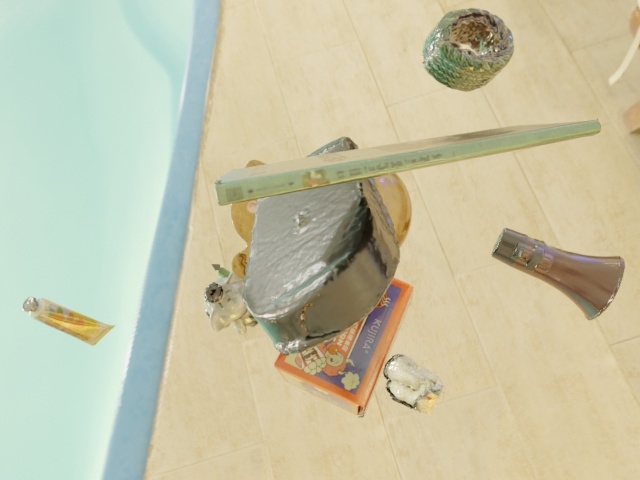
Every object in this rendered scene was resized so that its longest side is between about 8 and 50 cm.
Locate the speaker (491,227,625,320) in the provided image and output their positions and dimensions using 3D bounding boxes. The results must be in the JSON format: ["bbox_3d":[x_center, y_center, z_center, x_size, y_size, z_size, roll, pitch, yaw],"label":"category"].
[{"bbox_3d":[0.671,0.050,1.677,0.330,0.198,0.259,28,37,12],"label":"speaker"}]

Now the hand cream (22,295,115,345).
[{"bbox_3d":[-0.261,0.084,0.607,0.035,0.102,0.022,-44,49,2],"label":"hand cream"}]

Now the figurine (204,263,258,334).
[{"bbox_3d":[-0.194,0.136,1.273,0.126,0.192,0.147,10,71,25],"label":"figurine"}]

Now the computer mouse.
[{"bbox_3d":[0.003,0.004,0.657,0.168,0.087,0.295,-33,34,21],"label":"computer mouse"}]

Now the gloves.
[{"bbox_3d":[0.216,0.341,1.389,0.153,0.070,0.114,31,116,20],"label":"gloves"}]

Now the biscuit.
[{"bbox_3d":[-0.054,-0.007,0.896,0.185,0.035,0.248,-16,94,-5],"label":"biscuit"}]

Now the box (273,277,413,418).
[{"bbox_3d":[0.073,0.271,1.618,0.257,0.318,0.348,23,71,10],"label":"box"}]

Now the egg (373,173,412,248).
[{"bbox_3d":[0.065,-0.047,1.285,0.250,0.322,0.249,6,65,-13],"label":"egg"}]

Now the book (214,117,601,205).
[{"bbox_3d":[0.056,-0.071,0.512,0.283,0.215,0.025,-10,99,-4],"label":"book"}]

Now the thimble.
[{"bbox_3d":[0.244,-0.318,0.969,0.135,0.090,0.118,14,73,-10],"label":"thimble"}]
